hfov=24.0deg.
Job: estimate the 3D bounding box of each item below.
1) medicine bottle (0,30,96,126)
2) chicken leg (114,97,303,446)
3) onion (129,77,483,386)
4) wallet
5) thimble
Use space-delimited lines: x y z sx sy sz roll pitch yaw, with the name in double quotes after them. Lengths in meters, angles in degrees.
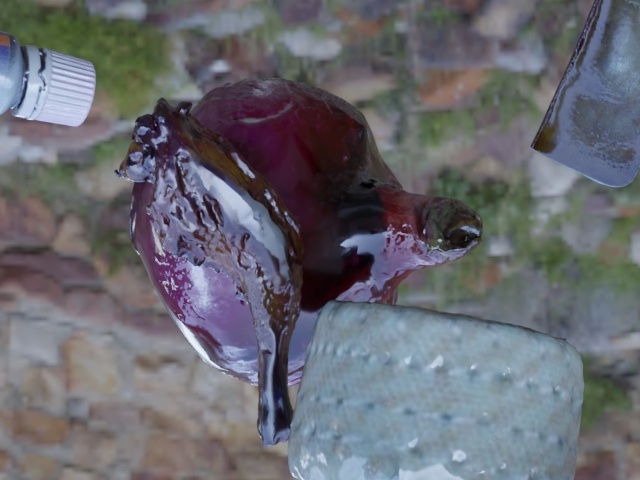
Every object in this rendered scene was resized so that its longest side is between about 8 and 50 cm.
-0.316 -0.158 1.415 0.203 0.083 0.083 13 158 -27 "medicine bottle"
-0.084 0.029 1.639 0.158 0.407 0.096 -29 -165 -28 "chicken leg"
0.000 0.000 1.858 0.420 0.398 0.398 12 175 41 "onion"
0.344 -0.177 1.730 0.137 0.031 0.255 25 130 7 "wallet"
0.123 0.176 1.500 0.291 0.195 0.291 12 173 1 "thimble"
